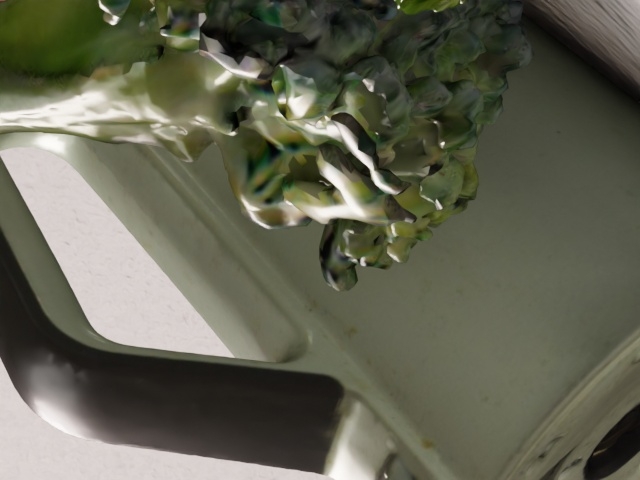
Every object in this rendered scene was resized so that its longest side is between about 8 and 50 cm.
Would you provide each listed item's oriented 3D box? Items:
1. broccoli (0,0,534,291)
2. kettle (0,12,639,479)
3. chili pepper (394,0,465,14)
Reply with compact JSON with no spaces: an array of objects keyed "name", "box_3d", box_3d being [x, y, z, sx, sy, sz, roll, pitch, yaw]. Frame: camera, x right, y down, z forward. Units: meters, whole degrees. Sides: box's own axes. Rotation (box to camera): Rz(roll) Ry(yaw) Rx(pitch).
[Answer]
[{"name":"broccoli","box_3d":[-0.032,-0.069,0.784,0.198,0.177,0.275,37,141,-24]},{"name":"kettle","box_3d":[0.000,0.000,0.937,0.376,0.361,0.250,46,144,28]},{"name":"chili pepper","box_3d":[-0.065,-0.204,0.648,0.359,0.076,0.085,44,-141,19]}]
